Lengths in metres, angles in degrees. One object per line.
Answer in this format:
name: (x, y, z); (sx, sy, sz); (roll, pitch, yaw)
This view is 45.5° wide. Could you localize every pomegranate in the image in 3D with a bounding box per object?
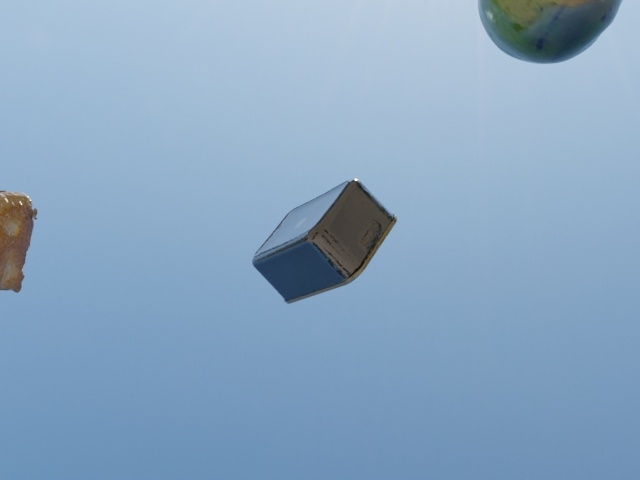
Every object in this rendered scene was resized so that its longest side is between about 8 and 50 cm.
pomegranate: (0.317, -0.412, 1.158); (0.302, 0.236, 0.236); (40, -107, -3)

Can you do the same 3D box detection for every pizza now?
pizza: (-0.469, 0.012, 1.076); (0.063, 0.161, 0.182); (0, -142, 31)

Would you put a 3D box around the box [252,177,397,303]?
box: (0.000, 0.000, 1.108); (0.201, 0.090, 0.144); (-23, -156, 55)
